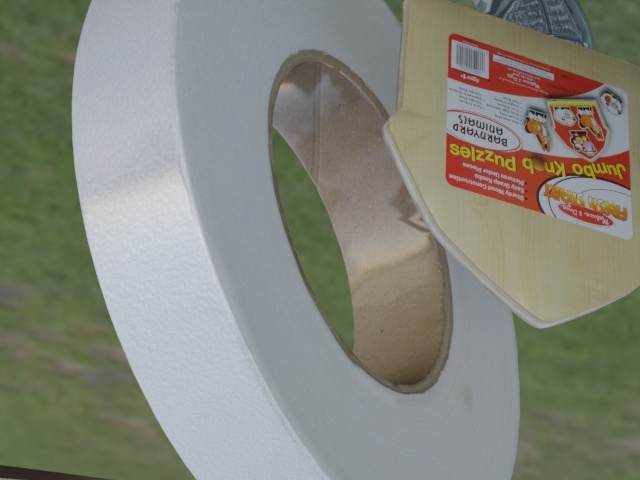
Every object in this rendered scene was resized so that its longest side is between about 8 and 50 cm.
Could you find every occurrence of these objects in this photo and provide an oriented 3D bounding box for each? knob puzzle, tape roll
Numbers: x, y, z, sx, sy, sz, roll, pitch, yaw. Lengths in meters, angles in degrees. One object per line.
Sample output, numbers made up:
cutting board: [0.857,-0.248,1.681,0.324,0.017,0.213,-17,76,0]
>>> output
knob puzzle: [0.118,-0.034,1.102,0.213,0.213,0.030,17,146,-20]
tape roll: [0.000,0.000,1.119,0.072,0.392,0.392,-19,151,25]

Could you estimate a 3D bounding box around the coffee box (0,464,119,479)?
coffee box: [-0.129,0.223,1.157,0.246,0.141,0.098,8,-151,2]

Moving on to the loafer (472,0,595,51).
loafer: [0.137,-0.238,1.507,0.096,0.267,0.084,-21,-178,13]
